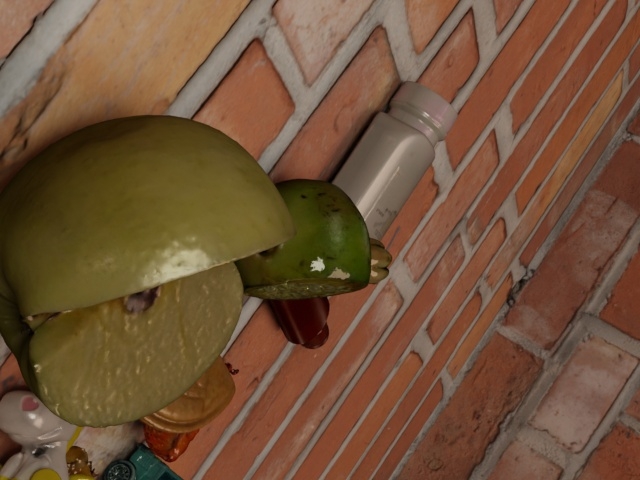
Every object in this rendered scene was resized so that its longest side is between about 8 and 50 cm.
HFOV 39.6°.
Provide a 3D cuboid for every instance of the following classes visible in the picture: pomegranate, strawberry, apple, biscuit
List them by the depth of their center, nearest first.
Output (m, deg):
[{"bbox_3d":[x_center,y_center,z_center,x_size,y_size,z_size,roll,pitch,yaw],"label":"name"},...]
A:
[{"bbox_3d":[-0.187,0.012,0.851,0.258,0.233,0.295,-21,153,-36],"label":"apple"},{"bbox_3d":[-0.193,0.180,1.167,0.221,0.029,0.142,36,56,-42],"label":"biscuit"},{"bbox_3d":[0.000,-0.003,1.225,0.190,0.241,0.159,137,-47,-72],"label":"pomegranate"},{"bbox_3d":[-0.197,0.235,1.290,0.188,0.082,0.121,-48,163,-56],"label":"strawberry"}]

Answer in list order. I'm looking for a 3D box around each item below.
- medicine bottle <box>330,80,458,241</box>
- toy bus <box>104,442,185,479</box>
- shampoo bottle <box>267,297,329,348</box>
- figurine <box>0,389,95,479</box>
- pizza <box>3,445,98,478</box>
[{"bbox_3d":[0.095,-0.104,1.412,0.296,0.111,0.161,-56,157,-3],"label":"medicine bottle"},{"bbox_3d":[-0.285,0.435,1.258,0.256,0.147,0.128,-49,153,-22],"label":"toy bus"},{"bbox_3d":[-0.033,0.103,1.458,0.102,0.064,0.260,-54,157,-20],"label":"shampoo bottle"},{"bbox_3d":[-0.315,0.221,1.016,0.130,0.109,0.178,15,70,-55],"label":"figurine"},{"bbox_3d":[-0.351,0.344,1.112,0.147,0.069,0.226,-28,134,-33],"label":"pizza"}]
